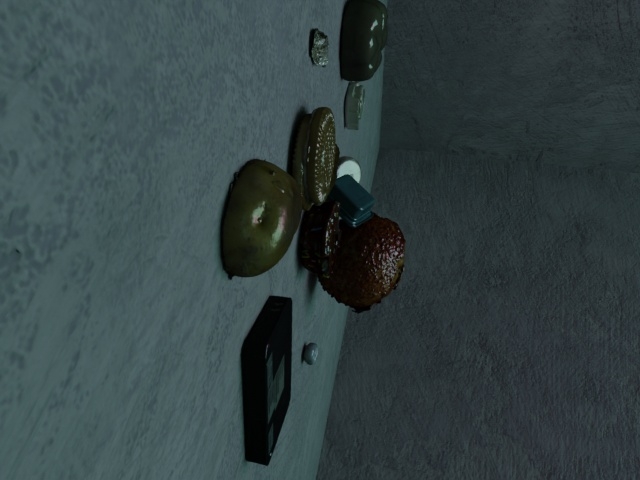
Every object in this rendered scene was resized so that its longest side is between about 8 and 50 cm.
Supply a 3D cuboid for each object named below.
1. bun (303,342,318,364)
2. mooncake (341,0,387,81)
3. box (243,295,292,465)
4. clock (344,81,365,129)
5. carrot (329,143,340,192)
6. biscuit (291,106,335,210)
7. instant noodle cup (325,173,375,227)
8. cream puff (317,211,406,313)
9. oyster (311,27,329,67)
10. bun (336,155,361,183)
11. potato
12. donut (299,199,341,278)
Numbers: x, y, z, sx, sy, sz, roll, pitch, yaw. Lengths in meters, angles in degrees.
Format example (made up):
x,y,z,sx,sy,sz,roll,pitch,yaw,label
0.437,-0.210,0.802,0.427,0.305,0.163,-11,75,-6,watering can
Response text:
x,y,z,sx,sy,sz,roll,pitch,yaw,label
-0.037,0.394,1.589,0.083,0.045,0.083,6,90,-78,bun
0.149,-0.686,1.559,0.275,0.135,0.275,11,90,-78,mooncake
-0.115,0.319,1.045,0.211,0.058,0.350,-63,158,-60,box
0.139,-0.551,1.809,0.152,0.062,0.191,83,17,-57,clock
0.023,-0.217,1.401,0.342,0.070,0.070,-72,166,-54,carrot
-0.015,-0.202,1.142,0.259,0.079,0.259,7,90,-81,biscuit
0.092,-0.136,1.445,0.070,0.179,0.157,-50,170,35,instant noodle cup
0.119,0.055,1.541,0.228,0.350,0.351,30,61,-37,cream puff
0.000,-0.475,1.132,0.100,0.037,0.098,-66,161,-58,oyster
0.071,-0.227,1.597,0.138,0.094,0.138,-13,109,-41,bun
-0.092,-0.057,0.773,0.138,0.098,0.243,74,24,-63,potato
0.000,0.000,1.345,0.230,0.095,0.216,76,26,-65,donut
